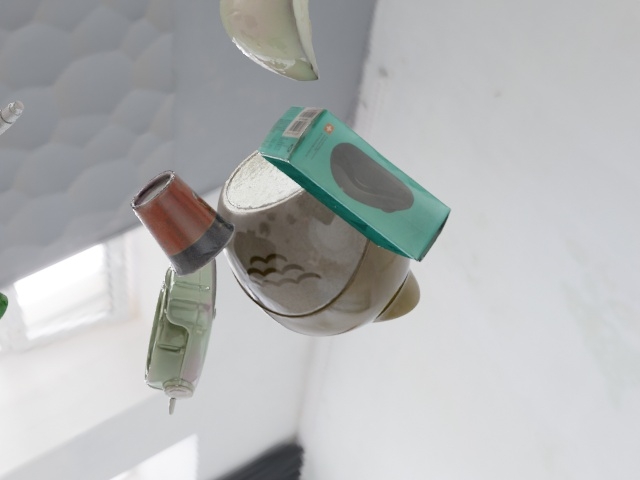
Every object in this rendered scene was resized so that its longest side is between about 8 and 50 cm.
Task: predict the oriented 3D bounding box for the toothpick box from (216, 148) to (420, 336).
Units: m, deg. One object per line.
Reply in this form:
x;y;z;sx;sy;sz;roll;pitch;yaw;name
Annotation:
0.000;0.000;2.509;0.409;0.409;0.425;26;-29;53;toothpick box

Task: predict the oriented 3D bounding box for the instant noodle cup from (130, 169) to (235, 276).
-0.222;-0.033;1.764;0.136;0.127;0.127;51;-19;-23;instant noodle cup

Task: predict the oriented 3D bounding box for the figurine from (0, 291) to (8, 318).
-0.660;0.149;1.899;0.222;0.324;0.124;0;-29;47;figurine

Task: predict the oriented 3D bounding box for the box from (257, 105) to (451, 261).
0.059;-0.105;1.993;0.311;0.118;0.205;37;-3;-19;box

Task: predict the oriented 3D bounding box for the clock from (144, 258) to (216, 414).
-0.293;0.195;2.322;0.265;0.108;0.324;-102;-155;-61;clock

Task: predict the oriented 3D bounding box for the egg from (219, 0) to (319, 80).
-0.085;-0.405;1.892;0.206;0.162;0.271;47;42;-61;egg

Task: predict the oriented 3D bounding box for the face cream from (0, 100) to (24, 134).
-0.580;-0.219;2.049;0.130;0.034;0.034;-28;-91;41;face cream
